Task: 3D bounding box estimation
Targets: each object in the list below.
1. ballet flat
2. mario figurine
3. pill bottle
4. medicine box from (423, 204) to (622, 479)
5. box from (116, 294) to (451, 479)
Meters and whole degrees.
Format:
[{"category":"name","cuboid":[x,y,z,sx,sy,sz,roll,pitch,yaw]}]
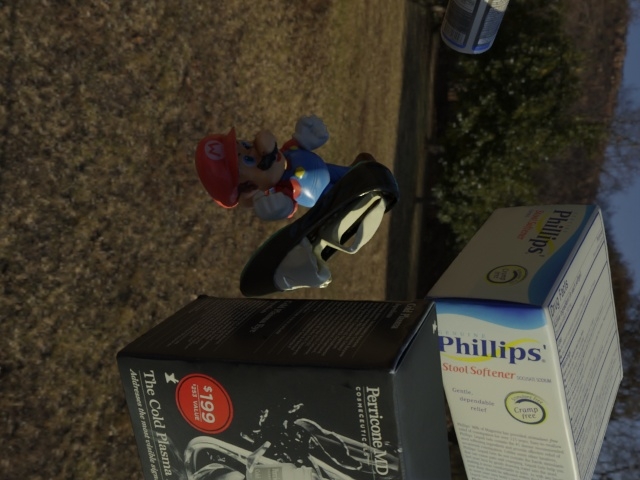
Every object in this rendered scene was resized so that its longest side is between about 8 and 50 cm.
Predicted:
[{"category":"ballet flat","cuboid":[0.000,0.000,0.892,0.095,0.280,0.096,39,8,-47]},{"category":"mario figurine","cuboid":[-0.037,-0.117,0.996,0.198,0.321,0.170,32,-68,61]},{"category":"pill bottle","cuboid":[0.216,-0.330,0.851,0.137,0.078,0.078,99,-3,-56]},{"category":"medicine box","cuboid":[0.279,0.135,0.822,0.263,0.149,0.289,-40,119,-46]},{"category":"box","cuboid":[-0.024,0.251,0.721,0.179,0.313,0.343,-39,123,-63]}]
